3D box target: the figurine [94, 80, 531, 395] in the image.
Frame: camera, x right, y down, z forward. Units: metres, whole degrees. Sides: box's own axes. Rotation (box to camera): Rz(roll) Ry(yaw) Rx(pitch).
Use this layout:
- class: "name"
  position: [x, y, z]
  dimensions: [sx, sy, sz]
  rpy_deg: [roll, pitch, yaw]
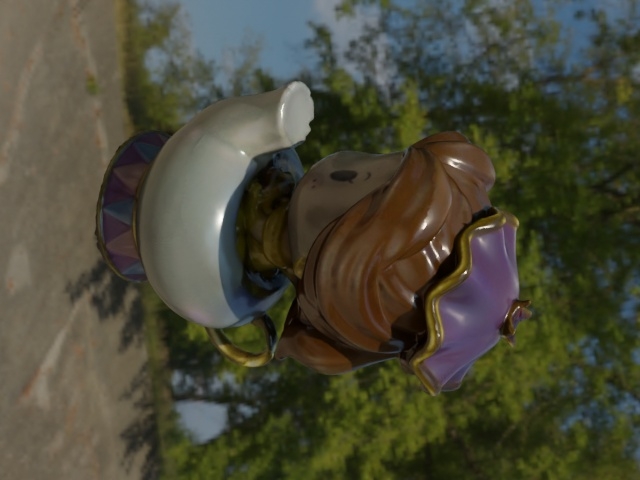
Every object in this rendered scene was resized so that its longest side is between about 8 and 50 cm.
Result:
- class: "figurine"
  position: [0.000, 0.000, 0.661]
  dimensions: [0.142, 0.263, 0.190]
  rpy_deg: [-40, 133, -52]
